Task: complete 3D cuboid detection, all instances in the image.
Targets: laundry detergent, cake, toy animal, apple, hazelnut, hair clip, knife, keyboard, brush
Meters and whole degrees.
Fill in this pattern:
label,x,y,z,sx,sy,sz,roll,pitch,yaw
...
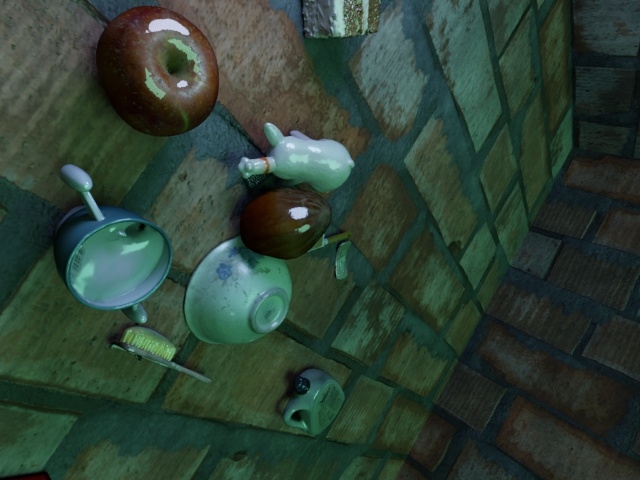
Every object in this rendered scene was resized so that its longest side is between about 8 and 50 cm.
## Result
label,x,y,z,sx,sy,sz,roll,pitch,yaw
laundry detergent,-0.036,0.544,1.424,0.215,0.105,0.281,-51,140,-14
cake,0.043,-0.532,0.942,0.147,0.135,0.135,-23,126,-33
toy animal,-0.065,-0.195,0.991,0.282,0.138,0.141,5,97,-25
apple,-0.274,-0.277,0.703,0.201,0.162,0.202,-11,105,-43
hazelnut,-0.078,-0.049,0.996,0.181,0.181,0.212,-56,173,31
hair clip,0.074,0.063,1.364,0.054,0.022,0.138,-20,123,-40
knife,-0.001,-0.001,1.248,0.255,0.022,0.046,-17,128,-37
keyboard,-0.127,-0.184,1.023,0.155,0.010,0.053,-44,135,-24
brush,-0.345,0.273,0.977,0.313,0.071,0.067,51,56,-49

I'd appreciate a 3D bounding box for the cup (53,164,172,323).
label,x,y,z,sx,sy,sz,roll,pitch,yaw
cup,-0.373,0.012,0.722,0.167,0.173,0.300,-30,129,-34

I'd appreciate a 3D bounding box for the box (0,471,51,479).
label,x,y,z,sx,sy,sz,roll,pitch,yaw
box,-0.641,0.581,0.798,0.153,0.074,0.240,25,89,-47

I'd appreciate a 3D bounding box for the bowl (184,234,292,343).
label,x,y,z,sx,sy,sz,roll,pitch,yaw
bowl,-0.167,0.151,1.046,0.313,0.146,0.314,-23,124,-38
